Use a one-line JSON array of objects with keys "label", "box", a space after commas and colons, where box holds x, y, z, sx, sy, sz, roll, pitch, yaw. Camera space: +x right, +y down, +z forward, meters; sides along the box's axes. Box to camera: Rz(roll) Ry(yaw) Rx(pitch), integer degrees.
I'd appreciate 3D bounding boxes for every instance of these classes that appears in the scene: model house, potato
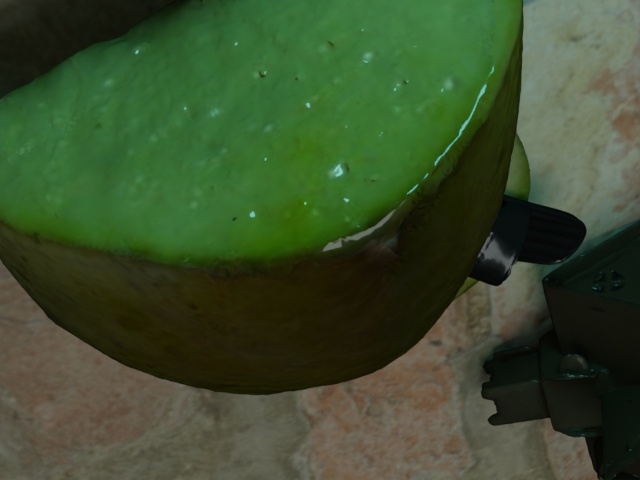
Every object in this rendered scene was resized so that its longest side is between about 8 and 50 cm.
[{"label": "model house", "box": [0.249, 0.120, 1.131, 0.243, 0.204, 0.211, -11, 120, 16]}, {"label": "potato", "box": [0.000, 0.000, 0.809, 0.330, 0.213, 0.280, -31, 145, 0]}]

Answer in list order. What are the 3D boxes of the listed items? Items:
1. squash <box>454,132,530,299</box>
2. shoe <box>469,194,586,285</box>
[{"label": "squash", "box": [0.025, -0.024, 1.007, 0.252, 0.049, 0.252, -13, 135, -14]}, {"label": "shoe", "box": [0.133, 0.004, 1.012, 0.159, 0.053, 0.062, 5, 131, -33]}]
